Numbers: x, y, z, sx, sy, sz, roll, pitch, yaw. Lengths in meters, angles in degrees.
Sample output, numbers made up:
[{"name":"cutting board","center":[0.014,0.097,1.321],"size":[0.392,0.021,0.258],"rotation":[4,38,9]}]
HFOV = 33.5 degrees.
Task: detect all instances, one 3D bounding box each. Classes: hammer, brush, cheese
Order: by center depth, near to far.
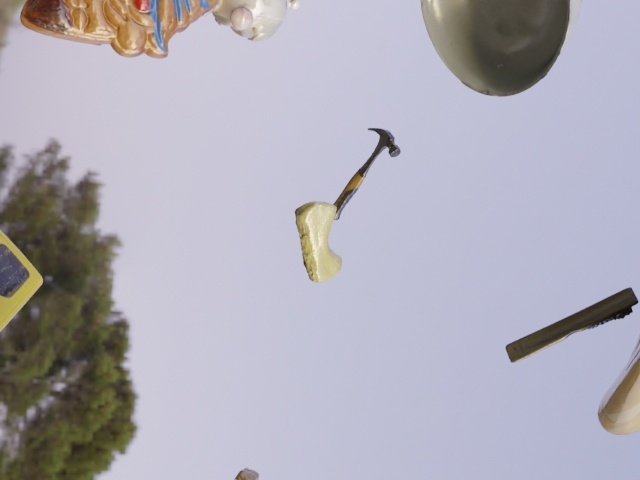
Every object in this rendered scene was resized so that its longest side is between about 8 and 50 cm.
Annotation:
[{"name":"cheese","center":[0.000,0.000,1.042],"size":[0.030,0.044,0.083],"rotation":[38,-35,60]},{"name":"brush","center":[0.345,0.120,1.457],"size":[0.190,0.027,0.034],"rotation":[-27,-135,11]},{"name":"hammer","center":[0.066,-0.112,1.812],"size":[0.201,0.021,0.078],"rotation":[-54,-130,35]}]

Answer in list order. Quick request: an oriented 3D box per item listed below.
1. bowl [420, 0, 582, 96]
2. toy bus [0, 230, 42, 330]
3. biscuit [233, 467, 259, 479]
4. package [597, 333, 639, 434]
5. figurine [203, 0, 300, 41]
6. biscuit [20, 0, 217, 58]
[{"name":"bowl","center":[0.186,-0.237,1.001],"size":[0.189,0.086,0.189],"rotation":[29,-50,42]},{"name":"toy bus","center":[-0.524,0.124,1.431],"size":[0.151,0.145,0.331],"rotation":[-26,-159,32]},{"name":"biscuit","center":[-0.166,0.495,1.702],"size":[0.183,0.047,0.320],"rotation":[96,12,-52]},{"name":"package","center":[0.468,0.093,1.376],"size":[0.311,0.221,0.165],"rotation":[91,-20,-54]},{"name":"figurine","center":[-0.158,-0.426,1.812],"size":[0.182,0.256,0.145],"rotation":[12,-95,52]},{"name":"biscuit","center":[-0.258,-0.322,1.403],"size":[0.043,0.280,0.183],"rotation":[-36,-109,60]}]
